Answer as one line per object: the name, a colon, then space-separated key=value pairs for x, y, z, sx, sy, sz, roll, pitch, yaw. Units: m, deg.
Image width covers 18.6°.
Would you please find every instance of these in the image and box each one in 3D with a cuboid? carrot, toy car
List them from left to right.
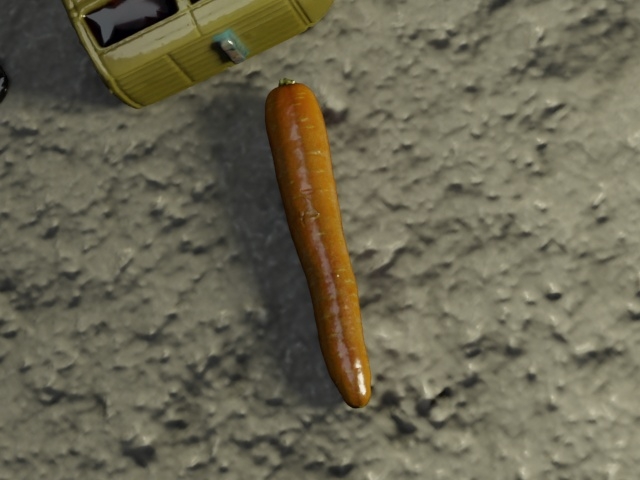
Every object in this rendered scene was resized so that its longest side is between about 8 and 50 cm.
toy car: x=-0.058 y=-0.199 z=1.415 sx=0.257 sy=0.101 sz=0.124 roll=-25 pitch=72 yaw=6
carrot: x=0.000 y=0.000 z=1.366 sx=0.043 sy=0.043 sz=0.247 roll=-15 pitch=70 yaw=9

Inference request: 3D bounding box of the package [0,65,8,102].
package: x=-0.355 y=-0.166 z=1.513 sx=0.166 sy=0.040 sz=0.232 roll=-30 pitch=69 yaw=2
